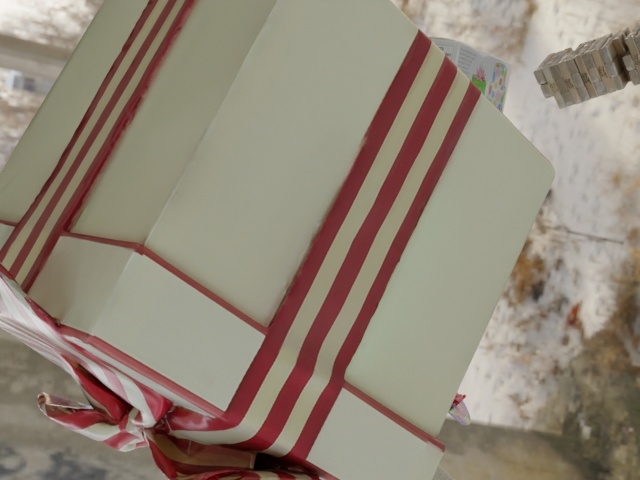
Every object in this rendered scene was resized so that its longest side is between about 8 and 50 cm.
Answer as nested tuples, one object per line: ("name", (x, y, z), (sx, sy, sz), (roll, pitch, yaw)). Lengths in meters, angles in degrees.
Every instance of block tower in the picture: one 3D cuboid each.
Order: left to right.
("block tower", (0.568, -0.339, 1.912), (0.335, 0.091, 0.097), (-14, 23, 40))

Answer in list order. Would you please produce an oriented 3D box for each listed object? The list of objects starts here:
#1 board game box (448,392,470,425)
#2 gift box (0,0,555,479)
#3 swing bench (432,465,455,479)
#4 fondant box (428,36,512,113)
("board game box", (0.188, 0.216, 1.644), (0.033, 0.168, 0.133), (-45, 19, 14))
("gift box", (-0.069, -0.003, 0.597), (0.255, 0.276, 0.258), (3, 63, 56))
("swing bench", (0.023, 0.271, 0.904), (0.165, 0.253, 0.254), (-48, 4, -26))
("fondant box", (0.240, -0.192, 1.945), (0.238, 0.096, 0.330), (3, -80, -57))
